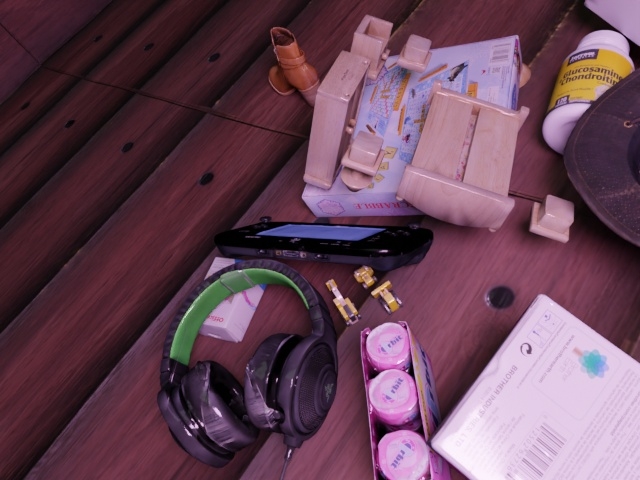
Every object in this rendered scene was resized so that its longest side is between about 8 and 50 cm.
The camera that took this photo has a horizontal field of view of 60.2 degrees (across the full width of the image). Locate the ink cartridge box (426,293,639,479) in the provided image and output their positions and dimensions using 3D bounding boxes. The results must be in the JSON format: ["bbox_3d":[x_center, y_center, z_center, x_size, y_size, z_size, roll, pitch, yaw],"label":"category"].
[{"bbox_3d":[0.275,0.218,0.499,0.311,0.065,0.186,38,77,19],"label":"ink cartridge box"}]

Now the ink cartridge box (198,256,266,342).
[{"bbox_3d":[-0.149,0.093,0.886,0.088,0.052,0.123,4,58,30],"label":"ink cartridge box"}]

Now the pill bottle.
[{"bbox_3d":[0.396,-0.218,0.807,0.103,0.103,0.184,8,59,33],"label":"pill bottle"}]

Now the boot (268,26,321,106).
[{"bbox_3d":[-0.071,-0.373,1.149,0.073,0.152,0.197,-45,47,-10],"label":"boot"}]

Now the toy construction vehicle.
[{"bbox_3d":[0.059,0.076,0.799,0.085,0.035,0.098,-32,46,1],"label":"toy construction vehicle"}]

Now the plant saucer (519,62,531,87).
[{"bbox_3d":[0.323,-0.291,0.966,0.083,0.015,0.084,-15,49,18],"label":"plant saucer"}]

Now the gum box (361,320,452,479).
[{"bbox_3d":[0.098,0.195,0.633,0.062,0.107,0.189,-17,48,16],"label":"gum box"}]

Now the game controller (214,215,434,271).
[{"bbox_3d":[0.000,0.000,0.821,0.319,0.166,0.067,3,93,30],"label":"game controller"}]

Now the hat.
[{"bbox_3d":[0.452,-0.078,0.646,0.331,0.134,0.332,-12,47,14],"label":"hat"}]

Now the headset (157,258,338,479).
[{"bbox_3d":[-0.096,0.193,0.684,0.243,0.185,0.395,-21,57,12],"label":"headset"}]

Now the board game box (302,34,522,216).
[{"bbox_3d":[0.158,-0.188,0.927,0.317,0.066,0.319,1,58,29],"label":"board game box"}]

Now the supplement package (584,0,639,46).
[{"bbox_3d":[0.558,-0.406,0.761,0.262,0.198,0.199,-13,47,-5],"label":"supplement package"}]

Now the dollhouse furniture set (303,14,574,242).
[{"bbox_3d":[0.172,-0.134,0.813,0.355,0.174,0.303,21,54,6],"label":"dollhouse furniture set"}]
